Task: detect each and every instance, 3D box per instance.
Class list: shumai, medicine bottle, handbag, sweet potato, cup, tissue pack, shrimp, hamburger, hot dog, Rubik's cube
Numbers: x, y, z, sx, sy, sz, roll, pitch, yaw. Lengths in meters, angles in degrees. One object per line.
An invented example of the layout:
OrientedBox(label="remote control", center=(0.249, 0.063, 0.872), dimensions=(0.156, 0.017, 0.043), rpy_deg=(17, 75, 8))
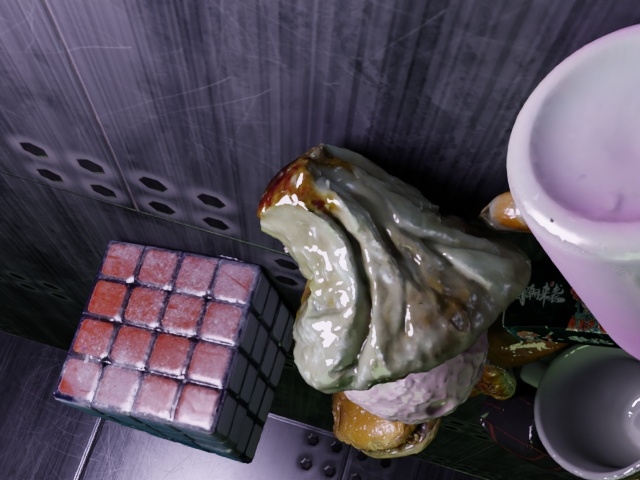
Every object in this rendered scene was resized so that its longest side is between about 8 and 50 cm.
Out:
OrientedBox(label="shumai", center=(0.066, -0.005, 0.970), dimensions=(0.304, 0.309, 0.263), rpy_deg=(-24, 110, 16))
OrientedBox(label="medicine bottle", center=(0.337, 0.000, 0.738), dimensions=(0.219, 0.219, 0.388), rpy_deg=(1, 153, 38))
OrientedBox(label="handbag", center=(0.470, 0.408, 1.781), dimensions=(0.215, 0.155, 0.169), rpy_deg=(30, 170, -34))
OrientedBox(label="sweet potato", center=(0.308, 0.150, 1.313), dimensions=(0.112, 0.112, 0.359), rpy_deg=(28, 159, -25))
OrientedBox(label="cup", center=(0.496, 0.290, 1.397), dimensions=(0.257, 0.227, 0.301), rpy_deg=(24, 180, -44))
OrientedBox(label="tissue pack", center=(0.350, 0.091, 1.136), dimensions=(0.170, 0.103, 0.090), rpy_deg=(-3, 159, 44))
OrientedBox(label="shrimp", center=(0.291, -0.017, 0.998), dimensions=(0.161, 0.049, 0.166), rpy_deg=(0, 161, 36))
OrientedBox(label="hamburger", center=(0.155, 0.399, 1.910), dimensions=(0.244, 0.244, 0.163), rpy_deg=(2, 157, 35))
OrientedBox(label="hot dog", center=(0.328, 0.273, 1.656), dimensions=(0.144, 0.075, 0.268), rpy_deg=(7, 160, 20))
OrientedBox(label="Rubik's cube", center=(-0.276, 0.232, 1.656), dimensions=(0.344, 0.344, 0.337), rpy_deg=(11, 159, 17))

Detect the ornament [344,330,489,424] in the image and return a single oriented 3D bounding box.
OrientedBox(label="ornament", center=(0.138, 0.157, 1.260), dimensions=(0.225, 0.259, 0.259), rpy_deg=(17, 163, -33))

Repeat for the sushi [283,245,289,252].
OrientedBox(label="sushi", center=(0.000, 0.000, 1.215), dimensions=(0.090, 0.078, 0.150), rpy_deg=(3, 154, 33))

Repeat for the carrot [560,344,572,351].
OrientedBox(label="carrot", center=(0.404, 0.172, 1.402), dimensions=(0.035, 0.035, 0.142), rpy_deg=(0, 160, 40))
